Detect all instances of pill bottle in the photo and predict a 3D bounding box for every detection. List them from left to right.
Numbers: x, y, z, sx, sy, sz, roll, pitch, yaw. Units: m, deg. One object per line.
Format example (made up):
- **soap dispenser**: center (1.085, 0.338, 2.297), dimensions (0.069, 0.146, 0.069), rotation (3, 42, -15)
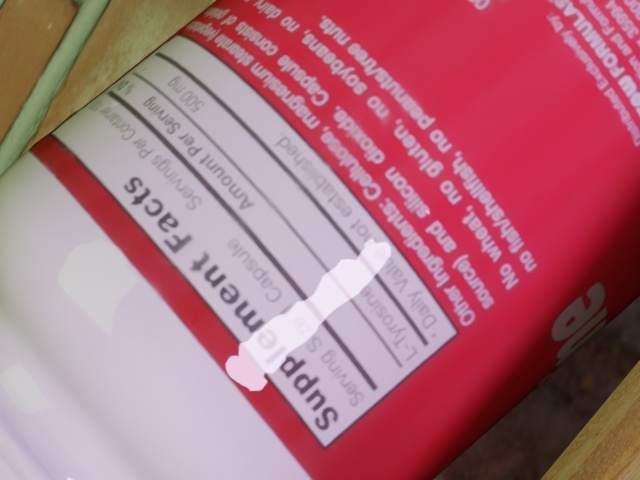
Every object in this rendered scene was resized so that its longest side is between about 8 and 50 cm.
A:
- **pill bottle**: center (0.000, 0.000, 0.651), dimensions (0.407, 0.229, 0.229), rotation (-40, 37, -8)

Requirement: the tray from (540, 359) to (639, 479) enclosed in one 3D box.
- **tray**: center (0.255, 0.014, 0.507), dimensions (0.411, 0.202, 0.076), rotation (-54, 38, 12)
